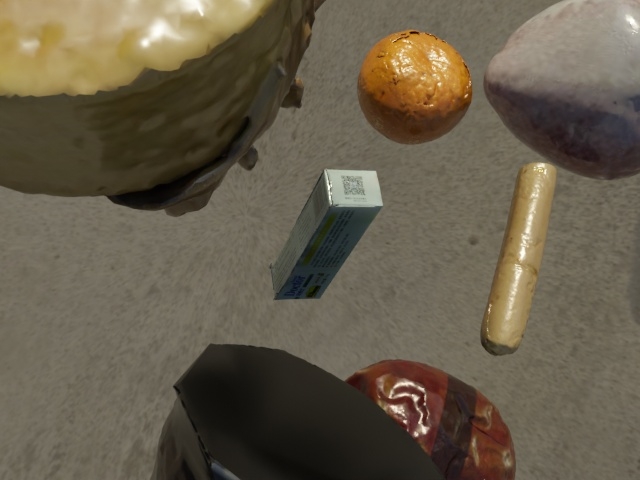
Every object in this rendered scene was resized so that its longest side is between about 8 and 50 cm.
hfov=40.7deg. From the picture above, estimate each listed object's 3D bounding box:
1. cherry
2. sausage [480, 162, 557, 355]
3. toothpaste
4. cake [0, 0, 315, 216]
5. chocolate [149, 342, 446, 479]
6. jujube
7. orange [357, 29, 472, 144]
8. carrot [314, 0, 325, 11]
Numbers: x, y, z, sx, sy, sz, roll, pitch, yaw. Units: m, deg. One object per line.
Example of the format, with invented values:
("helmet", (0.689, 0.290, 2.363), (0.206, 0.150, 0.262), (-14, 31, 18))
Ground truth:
("cherry", (0.472, -0.279, 1.472), (0.335, 0.291, 0.326), (33, 112, 7))
("sausage", (0.278, 0.021, 1.204), (0.066, 0.066, 0.301), (20, 62, -5))
("toothpaste", (0.000, 0.000, 0.682), (0.046, 0.164, 0.034), (0, 62, -19))
("cake", (-0.160, -0.167, 0.609), (0.332, 0.321, 0.332), (1, 71, -3))
("chocolate", (-0.071, 0.349, 0.998), (0.384, 0.383, 0.331), (33, 105, -5))
("jujube", (0.179, 0.362, 1.500), (0.377, 0.276, 0.276), (30, 89, -37))
("orange", (0.154, -0.249, 1.434), (0.193, 0.161, 0.193), (7, 68, -17))
("carrot", (-0.011, -0.263, 0.820), (0.263, 0.102, 0.102), (-42, 95, -5))
